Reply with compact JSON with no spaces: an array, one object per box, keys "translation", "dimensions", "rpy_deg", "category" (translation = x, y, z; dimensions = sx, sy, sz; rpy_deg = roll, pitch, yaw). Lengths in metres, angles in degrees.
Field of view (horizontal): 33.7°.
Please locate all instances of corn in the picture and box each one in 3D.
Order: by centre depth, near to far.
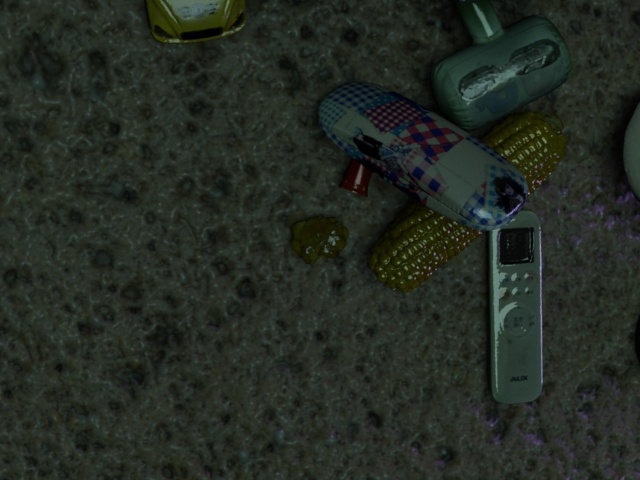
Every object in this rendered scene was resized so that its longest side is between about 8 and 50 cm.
[{"translation":[0.218,-0.062,1.578],"dimensions":[0.363,0.120,0.120],"rpy_deg":[-41,103,-3],"category":"corn"}]

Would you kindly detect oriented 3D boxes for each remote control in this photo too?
[{"translation":[0.304,0.104,1.663],"dimensions":[0.090,0.038,0.309],"rpy_deg":[-3,100,-9],"category":"remote control"}]

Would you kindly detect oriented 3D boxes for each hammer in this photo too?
[{"translation":[0.217,-0.342,1.543],"dimensions":[0.206,0.119,0.335],"rpy_deg":[-26,96,-6],"category":"hammer"}]

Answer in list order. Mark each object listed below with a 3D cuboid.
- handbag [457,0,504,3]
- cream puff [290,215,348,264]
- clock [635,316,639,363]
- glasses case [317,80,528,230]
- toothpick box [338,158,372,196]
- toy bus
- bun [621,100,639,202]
[{"translation":[0.278,-0.456,1.422],"dimensions":[0.247,0.079,0.260],"rpy_deg":[-17,122,-23],"category":"handbag"},{"translation":[0.000,0.000,1.587],"dimensions":[0.083,0.083,0.058],"rpy_deg":[-49,148,-10],"category":"cream puff"},{"translation":[0.617,0.157,1.723],"dimensions":[0.215,0.042,0.215],"rpy_deg":[-2,100,-10],"category":"clock"},{"translation":[0.141,-0.125,1.498],"dimensions":[0.327,0.076,0.125],"rpy_deg":[35,51,20],"category":"glasses case"},{"translation":[0.061,-0.111,1.581],"dimensions":[0.047,0.047,0.083],"rpy_deg":[18,95,-12],"category":"toothpick box"},{"translation":[-0.188,-0.436,1.430],"dimensions":[0.145,0.151,0.331],"rpy_deg":[-11,100,-10],"category":"toy bus"},{"translation":[0.599,-0.122,1.621],"dimensions":[0.263,0.175,0.263],"rpy_deg":[-5,75,19],"category":"bun"}]
